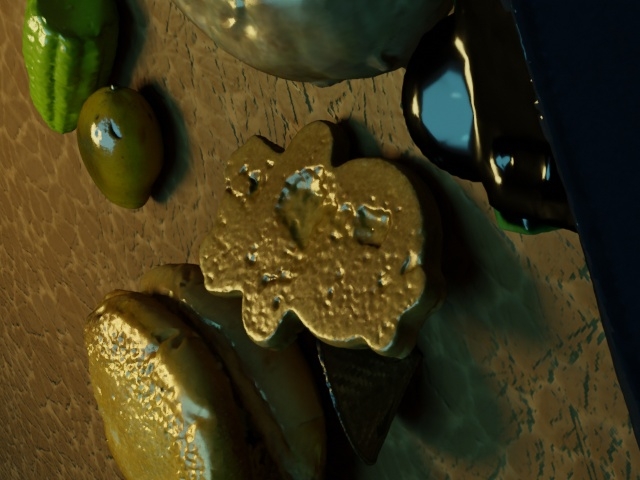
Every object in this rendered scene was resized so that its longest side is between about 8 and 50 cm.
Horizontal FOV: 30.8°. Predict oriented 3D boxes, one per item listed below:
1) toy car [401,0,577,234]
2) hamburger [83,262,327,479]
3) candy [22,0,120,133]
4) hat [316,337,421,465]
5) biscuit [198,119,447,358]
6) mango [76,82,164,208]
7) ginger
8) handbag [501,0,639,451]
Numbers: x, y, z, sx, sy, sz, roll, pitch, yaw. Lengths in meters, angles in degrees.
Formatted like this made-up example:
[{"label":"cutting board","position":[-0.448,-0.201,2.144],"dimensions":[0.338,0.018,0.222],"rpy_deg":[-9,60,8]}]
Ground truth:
[{"label":"toy car","position":[0.138,-0.122,0.519],"dimensions":[0.213,0.176,0.358],"rpy_deg":[-157,56,-74]},{"label":"hamburger","position":[-0.116,0.172,1.140],"dimensions":[0.314,0.170,0.289],"rpy_deg":[45,141,35]},{"label":"candy","position":[-0.261,-0.181,1.203],"dimensions":[0.096,0.097,0.209],"rpy_deg":[55,151,18]},{"label":"hat","position":[0.050,0.102,0.940],"dimensions":[0.146,0.067,0.146],"rpy_deg":[-19,-90,-79]},{"label":"biscuit","position":[0.002,0.001,0.889],"dimensions":[0.249,0.035,0.184],"rpy_deg":[14,88,45]},{"label":"mango","position":[-0.204,-0.090,1.195],"dimensions":[0.103,0.076,0.161],"rpy_deg":[45,153,21]},{"label":"ginger","position":[-0.042,-0.237,0.680],"dimensions":[0.244,0.155,0.304],"rpy_deg":[32,158,43]},{"label":"handbag","position":[0.207,-0.056,0.383],"dimensions":[0.118,0.269,0.325],"rpy_deg":[21,137,58]}]
